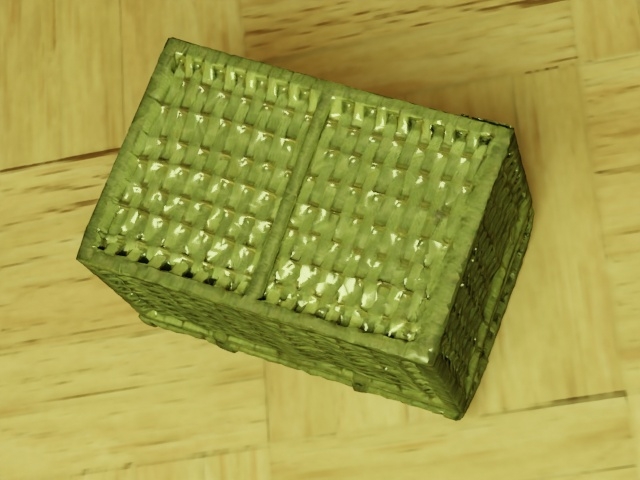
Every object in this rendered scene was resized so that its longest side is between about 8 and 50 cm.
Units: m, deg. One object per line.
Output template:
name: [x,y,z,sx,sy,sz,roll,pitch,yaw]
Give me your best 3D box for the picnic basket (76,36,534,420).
picnic basket: [0.000,0.000,0.939,0.196,0.154,0.134,15,78,17]
